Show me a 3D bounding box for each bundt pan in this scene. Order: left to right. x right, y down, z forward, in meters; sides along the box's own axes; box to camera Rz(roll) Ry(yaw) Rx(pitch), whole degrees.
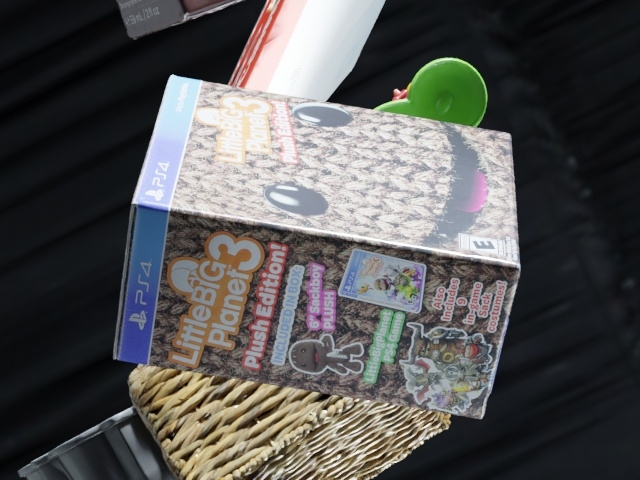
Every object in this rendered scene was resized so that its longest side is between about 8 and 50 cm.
[{"bbox_3d":[-0.186,0.252,2.256,0.124,0.330,0.331,62,11,3],"label":"bundt pan"}]

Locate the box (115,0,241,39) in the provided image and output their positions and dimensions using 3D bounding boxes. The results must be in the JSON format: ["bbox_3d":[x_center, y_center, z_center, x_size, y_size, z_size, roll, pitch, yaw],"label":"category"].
[{"bbox_3d":[-0.120,-0.320,1.821,0.168,0.167,0.203,-4,-73,66],"label":"box"}]

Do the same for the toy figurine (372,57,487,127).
[{"bbox_3d":[0.069,-0.089,1.710,0.130,0.173,0.159,25,2,-16],"label":"toy figurine"}]

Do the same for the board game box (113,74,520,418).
[{"bbox_3d":[0.000,0.000,1.503,0.232,0.291,0.141,-85,-175,-61],"label":"board game box"}]

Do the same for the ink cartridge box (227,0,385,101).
[{"bbox_3d":[-0.003,-0.256,2.255,0.091,0.308,0.385,30,38,2],"label":"ink cartridge box"}]

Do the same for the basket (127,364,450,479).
[{"bbox_3d":[-0.040,0.163,2.060,0.213,0.299,0.223,54,-5,27],"label":"basket"}]
